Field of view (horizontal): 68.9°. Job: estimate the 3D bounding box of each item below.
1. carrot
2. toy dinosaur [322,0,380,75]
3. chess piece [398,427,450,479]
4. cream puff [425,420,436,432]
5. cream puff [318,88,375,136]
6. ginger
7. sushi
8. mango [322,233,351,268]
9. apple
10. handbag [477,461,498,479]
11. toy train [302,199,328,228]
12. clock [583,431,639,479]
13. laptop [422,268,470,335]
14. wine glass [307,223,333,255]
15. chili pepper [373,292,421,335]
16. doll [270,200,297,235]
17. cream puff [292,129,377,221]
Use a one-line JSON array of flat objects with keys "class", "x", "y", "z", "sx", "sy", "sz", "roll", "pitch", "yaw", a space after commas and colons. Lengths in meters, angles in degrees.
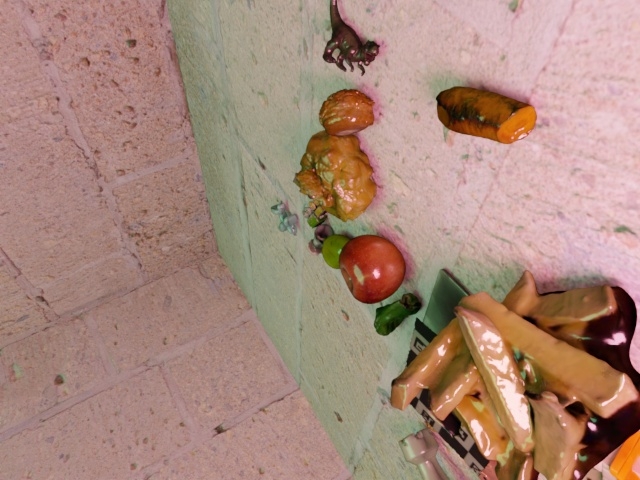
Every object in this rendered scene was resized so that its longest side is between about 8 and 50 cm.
[{"class": "carrot", "x": 0.271, "y": -0.213, "z": 0.790, "sx": 0.173, "sy": 0.082, "sz": 0.082, "roll": 43, "pitch": 150, "yaw": 48}, {"class": "toy dinosaur", "x": 0.084, "y": -0.470, "z": 1.048, "sx": 0.187, "sy": 0.087, "sz": 0.179, "roll": 35, "pitch": 109, "yaw": 28}, {"class": "chess piece", "x": 0.372, "y": 0.778, "z": 1.517, "sx": 0.194, "sy": 0.194, "sz": 0.299, "roll": 100, "pitch": 149, "yaw": -56}, {"class": "cream puff", "x": 0.351, "y": 0.485, "z": 1.320, "sx": 0.104, "sy": 0.133, "sz": 0.119, "roll": 21, "pitch": 111, "yaw": 5}, {"class": "cream puff", "x": 0.061, "y": -0.311, "z": 1.129, "sx": 0.144, "sy": 0.126, "sz": 0.103, "roll": -10, "pitch": 88, "yaw": 60}, {"class": "ginger", "x": 0.299, "y": 0.227, "z": 0.786, "sx": 0.413, "sy": 0.211, "sz": 0.358, "roll": 129, "pitch": 153, "yaw": -49}, {"class": "sushi", "x": 0.352, "y": 0.366, "z": 1.149, "sx": 0.296, "sy": 0.100, "sz": 0.373, "roll": 42, "pitch": 148, "yaw": 35}, {"class": "mango", "x": 0.065, "y": 0.033, "z": 1.560, "sx": 0.163, "sy": 0.089, "sz": 0.117, "roll": -31, "pitch": 76, "yaw": 57}, {"class": "apple", "x": 0.147, "y": 0.077, "z": 1.309, "sx": 0.201, "sy": 0.162, "sz": 0.201, "roll": 157, "pitch": 90, "yaw": -81}, {"class": "handbag", "x": 0.484, "y": 0.645, "z": 1.229, "sx": 0.157, "sy": 0.059, "sz": 0.212, "roll": 22, "pitch": 133, "yaw": 52}, {"class": "toy train", "x": -0.007, "y": -0.103, "z": 1.614, "sx": 0.081, "sy": 0.060, "sz": 0.202, "roll": 56, "pitch": 158, "yaw": 4}, {"class": "clock", "x": 0.506, "y": 0.400, "z": 0.852, "sx": 0.255, "sy": 0.106, "sz": 0.220, "roll": 23, "pitch": 143, "yaw": 47}, {"class": "laptop", "x": 0.341, "y": 0.212, "z": 1.177, "sx": 0.187, "sy": 0.015, "sz": 0.269, "roll": 50, "pitch": 155, "yaw": 34}, {"class": "wine glass", "x": 0.000, "y": 0.000, "z": 1.695, "sx": 0.072, "sy": 0.072, "sz": 0.155, "roll": 61, "pitch": 159, "yaw": 12}, {"class": "chili pepper", "x": 0.213, "y": 0.219, "z": 1.377, "sx": 0.253, "sy": 0.099, "sz": 0.083, "roll": 116, "pitch": 136, "yaw": -64}, {"class": "doll", "x": -0.145, "y": -0.088, "z": 1.954, "sx": 0.159, "sy": 0.059, "sz": 0.158, "roll": 67, "pitch": 160, "yaw": 0}, {"class": "cream puff", "x": 0.024, "y": -0.167, "z": 1.294, "sx": 0.282, "sy": 0.185, "sz": 0.282, "roll": 48, "pitch": 150, "yaw": 41}]
